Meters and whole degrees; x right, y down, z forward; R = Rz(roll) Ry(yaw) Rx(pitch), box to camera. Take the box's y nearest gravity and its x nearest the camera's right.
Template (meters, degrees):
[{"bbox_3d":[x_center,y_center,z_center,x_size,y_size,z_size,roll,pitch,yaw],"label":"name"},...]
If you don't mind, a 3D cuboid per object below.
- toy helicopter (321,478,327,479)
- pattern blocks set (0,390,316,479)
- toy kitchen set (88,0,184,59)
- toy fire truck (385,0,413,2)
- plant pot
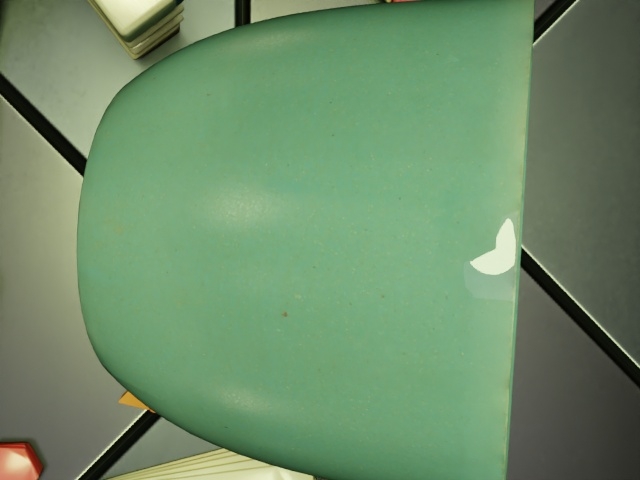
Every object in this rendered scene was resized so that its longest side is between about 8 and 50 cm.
[{"bbox_3d":[-0.044,0.274,0.679,0.235,0.140,0.355,35,78,-13],"label":"toy helicopter"},{"bbox_3d":[-0.082,0.222,0.746,0.324,0.026,0.285,-22,92,-3],"label":"pattern blocks set"},{"bbox_3d":[-0.086,-0.211,0.642,0.166,0.207,0.122,-38,99,-3],"label":"toy kitchen set"},{"bbox_3d":[0.045,-0.246,0.735,0.192,0.047,0.135,38,90,-3],"label":"toy fire truck"},{"bbox_3d":[0.000,0.000,0.629,0.235,0.293,0.293,4,91,12],"label":"plant pot"}]
